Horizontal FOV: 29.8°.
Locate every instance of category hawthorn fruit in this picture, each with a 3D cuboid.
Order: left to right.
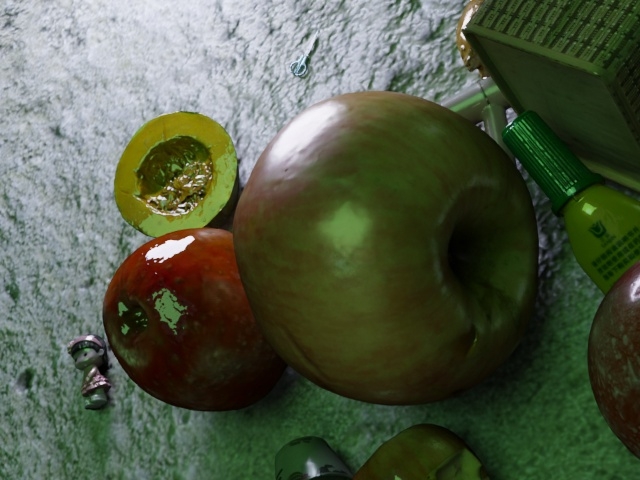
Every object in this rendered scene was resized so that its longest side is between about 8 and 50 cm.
[{"bbox_3d":[-0.169,0.112,1.735,0.284,0.284,0.284,-14,64,31],"label":"hawthorn fruit"}]

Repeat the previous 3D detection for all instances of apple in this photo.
[{"bbox_3d":[0.075,0.008,1.520,0.346,0.391,0.391,2,73,41],"label":"apple"},{"bbox_3d":[0.131,0.329,1.491,0.199,0.199,0.199,-14,64,31],"label":"apple"}]

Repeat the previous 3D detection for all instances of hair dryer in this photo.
[{"bbox_3d":[0.265,-0.132,1.637,0.195,0.053,0.220,-27,61,13],"label":"hair dryer"}]

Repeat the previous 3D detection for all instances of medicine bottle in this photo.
[{"bbox_3d":[0.336,-0.031,1.468,0.111,0.076,0.309,-42,82,19],"label":"medicine bottle"}]

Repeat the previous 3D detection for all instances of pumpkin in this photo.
[{"bbox_3d":[-0.216,-0.089,1.951,0.217,0.110,0.217,-9,65,19],"label":"pumpkin"}]

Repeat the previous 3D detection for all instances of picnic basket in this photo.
[{"bbox_3d":[0.349,-0.213,1.465,0.228,0.313,0.175,29,80,40],"label":"picnic basket"}]

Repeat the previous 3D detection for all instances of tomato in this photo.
[{"bbox_3d":[0.417,0.128,1.313,0.270,0.270,0.227,-66,19,-4],"label":"tomato"}]

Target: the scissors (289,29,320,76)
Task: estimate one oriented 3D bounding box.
[{"bbox_3d":[-0.022,-0.304,1.952,0.036,0.006,0.083,28,89,41],"label":"scissors"}]

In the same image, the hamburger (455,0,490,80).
[{"bbox_3d":[0.292,-0.343,1.671,0.262,0.124,0.131,-39,54,16],"label":"hamburger"}]

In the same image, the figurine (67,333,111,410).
[{"bbox_3d":[-0.375,0.214,1.970,0.072,0.054,0.129,-35,61,37],"label":"figurine"}]

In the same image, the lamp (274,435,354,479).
[{"bbox_3d":[0.005,0.363,1.589,0.121,0.121,0.215,-40,42,16],"label":"lamp"}]
